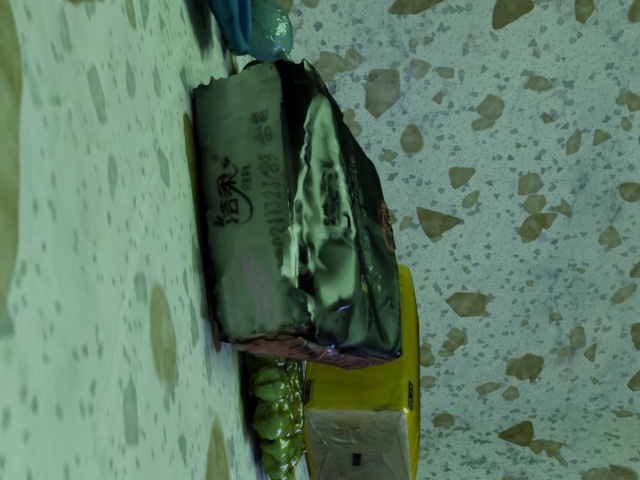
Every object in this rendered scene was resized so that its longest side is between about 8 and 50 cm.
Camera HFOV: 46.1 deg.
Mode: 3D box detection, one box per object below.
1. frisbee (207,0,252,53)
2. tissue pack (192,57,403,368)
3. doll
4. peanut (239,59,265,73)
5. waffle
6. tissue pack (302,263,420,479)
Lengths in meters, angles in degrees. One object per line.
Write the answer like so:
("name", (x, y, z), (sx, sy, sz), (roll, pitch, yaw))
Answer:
("frisbee", (-0.105, -0.300, 0.724), (0.242, 0.045, 0.242), (-6, 90, -89))
("tissue pack", (0.000, 0.000, 0.728), (0.332, 0.123, 0.245), (35, 44, -68))
("doll", (-0.093, -0.264, 0.938), (0.120, 0.075, 0.180), (49, -7, -28))
("peanut", (-0.075, -0.193, 0.976), (0.152, 0.076, 0.076), (-107, -172, -66))
("waffle", (-0.046, 0.141, 0.810), (0.204, 0.054, 0.223), (81, 2, -51))
("tissue pack", (0.091, 0.274, 1.541), (0.382, 0.228, 0.293), (-84, 169, -48))
